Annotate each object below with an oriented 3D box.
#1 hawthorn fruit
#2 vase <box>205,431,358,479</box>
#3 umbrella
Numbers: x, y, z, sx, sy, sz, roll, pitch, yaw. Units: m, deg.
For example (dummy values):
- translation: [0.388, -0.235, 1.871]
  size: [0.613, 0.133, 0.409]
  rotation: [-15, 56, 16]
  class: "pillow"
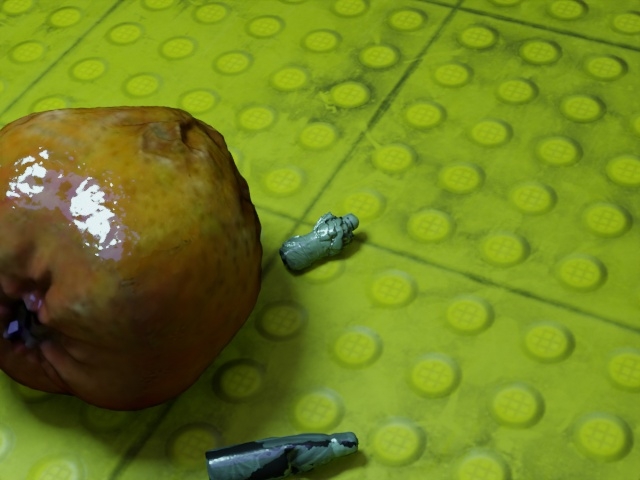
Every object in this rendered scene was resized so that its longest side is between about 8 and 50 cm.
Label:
- translation: [-0.290, 0.000, 1.670]
  size: [0.471, 0.472, 0.472]
  rotation: [-3, 46, 3]
  class: "hawthorn fruit"
- translation: [-0.051, 0.297, 1.603]
  size: [0.211, 0.060, 0.060]
  rotation: [-11, 46, -4]
  class: "vase"
- translation: [0.000, 0.000, 1.887]
  size: [0.143, 0.062, 0.067]
  rotation: [-32, 86, -11]
  class: "umbrella"
